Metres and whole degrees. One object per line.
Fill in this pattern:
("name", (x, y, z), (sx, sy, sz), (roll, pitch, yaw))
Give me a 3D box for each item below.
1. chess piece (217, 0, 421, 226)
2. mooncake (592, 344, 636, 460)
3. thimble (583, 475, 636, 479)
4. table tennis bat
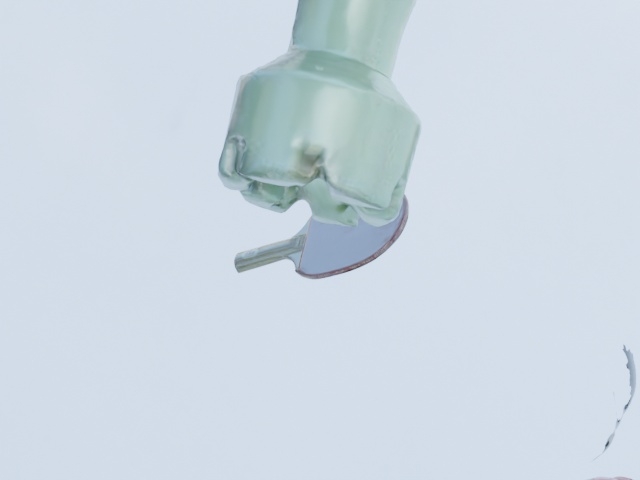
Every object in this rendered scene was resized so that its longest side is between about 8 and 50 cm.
("chess piece", (0.025, -0.165, 1.019), (0.195, 0.195, 0.299), (2, 75, 46))
("mooncake", (0.171, 0.178, 0.778), (0.057, 0.346, 0.150), (-11, 56, 6))
("thimble", (0.130, 0.344, 1.231), (0.350, 0.350, 0.230), (-28, 68, 20))
("table tennis bat", (0.000, 0.000, 1.207), (0.156, 0.013, 0.087), (-16, 41, 29))
